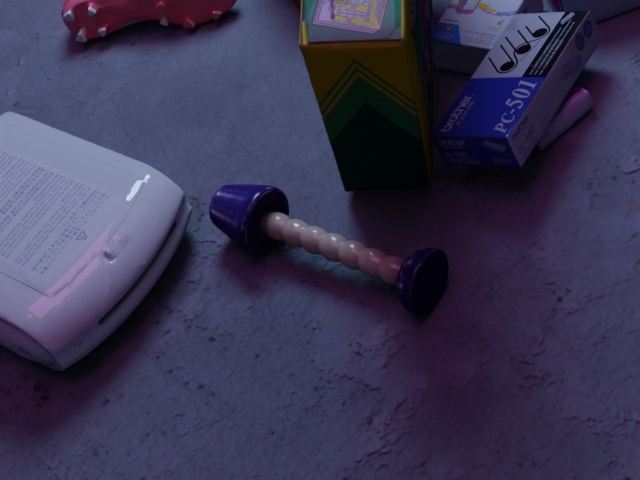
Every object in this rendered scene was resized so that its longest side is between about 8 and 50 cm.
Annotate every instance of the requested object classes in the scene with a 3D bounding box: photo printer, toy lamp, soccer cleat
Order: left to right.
[{"bbox_3d":[-0.310,-0.001,1.463,0.307,0.107,0.256,21,62,33],"label":"photo printer"},{"bbox_3d":[-0.224,-0.324,1.718,0.248,0.083,0.095,-9,45,18],"label":"soccer cleat"},{"bbox_3d":[0.000,0.000,1.362,0.274,0.080,0.080,18,61,32],"label":"toy lamp"}]

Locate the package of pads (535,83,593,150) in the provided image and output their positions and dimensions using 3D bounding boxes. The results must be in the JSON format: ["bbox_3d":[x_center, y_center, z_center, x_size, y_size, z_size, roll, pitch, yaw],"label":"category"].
[{"bbox_3d":[0.248,-0.137,1.409,0.083,0.032,0.050,-39,49,-13],"label":"package of pads"}]

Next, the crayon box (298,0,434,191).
[{"bbox_3d":[0.053,-0.279,1.349,0.106,0.313,0.363,-3,67,9],"label":"crayon box"}]

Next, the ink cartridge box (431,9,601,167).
[{"bbox_3d":[0.211,-0.163,1.395,0.097,0.046,0.207,5,49,41],"label":"ink cartridge box"}]

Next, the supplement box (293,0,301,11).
[{"bbox_3d":[0.015,-0.417,1.664,0.194,0.129,0.191,-29,48,-3],"label":"supplement box"}]

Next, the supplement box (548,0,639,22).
[{"bbox_3d":[0.293,-0.365,1.526,0.114,0.111,0.220,-20,47,6],"label":"supplement box"}]

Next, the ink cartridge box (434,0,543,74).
[{"bbox_3d":[0.192,-0.252,1.512,0.088,0.052,0.122,15,58,32],"label":"ink cartridge box"}]
